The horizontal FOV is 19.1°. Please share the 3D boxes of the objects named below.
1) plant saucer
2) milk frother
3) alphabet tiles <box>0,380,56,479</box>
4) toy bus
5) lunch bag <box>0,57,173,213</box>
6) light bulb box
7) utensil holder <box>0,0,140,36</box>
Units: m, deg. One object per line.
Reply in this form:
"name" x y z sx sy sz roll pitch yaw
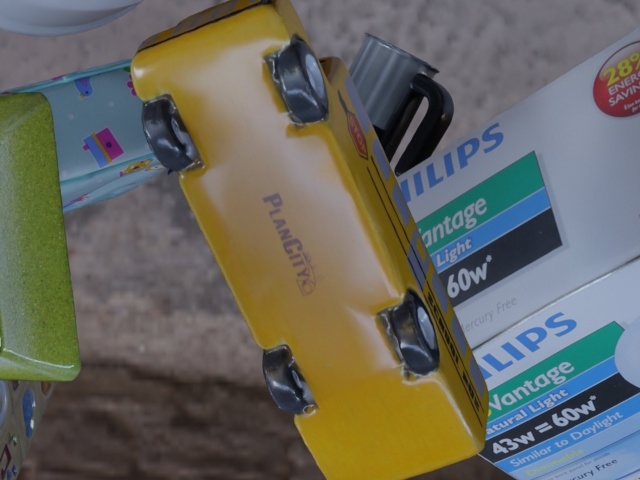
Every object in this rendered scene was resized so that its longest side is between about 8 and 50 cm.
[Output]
"plant saucer" -0.255 0.004 1.214 0.188 0.045 0.188 -1 102 22
"milk frother" 0.077 -0.114 1.891 0.129 0.143 0.135 30 95 18
"alphabet tiles" -0.257 0.069 1.488 0.011 0.342 0.285 3 127 10
"toy bus" 0.000 0.000 1.214 0.108 0.130 0.333 -19 109 17
"lunch bag" -0.260 -0.077 1.801 0.279 0.108 0.224 -19 174 -31
"light bulb box" 0.283 0.044 1.698 0.358 0.225 0.361 -32 137 24
"utensil holder" -0.225 -0.371 1.792 0.327 0.328 0.385 17 175 -20
